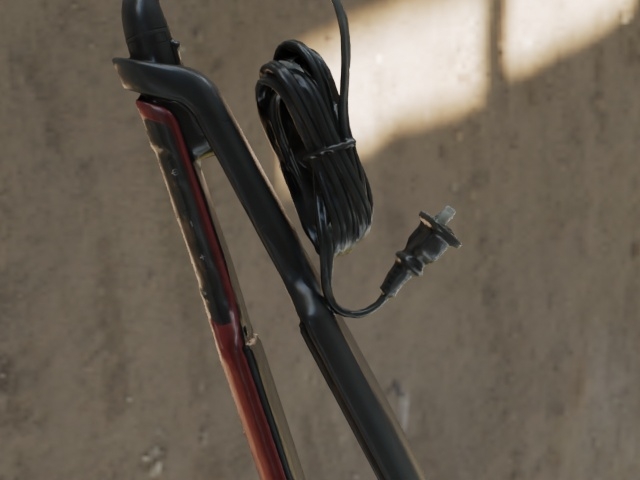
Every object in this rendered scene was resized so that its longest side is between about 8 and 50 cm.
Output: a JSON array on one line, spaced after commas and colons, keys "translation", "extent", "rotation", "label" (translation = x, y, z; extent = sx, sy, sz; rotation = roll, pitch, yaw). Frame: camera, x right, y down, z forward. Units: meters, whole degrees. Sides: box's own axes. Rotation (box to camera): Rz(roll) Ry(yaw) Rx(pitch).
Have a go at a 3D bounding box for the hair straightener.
[{"translation": [0.000, 0.000, 0.492], "extent": [0.047, 0.089, 0.230], "rotation": [27, 44, -85], "label": "hair straightener"}]
